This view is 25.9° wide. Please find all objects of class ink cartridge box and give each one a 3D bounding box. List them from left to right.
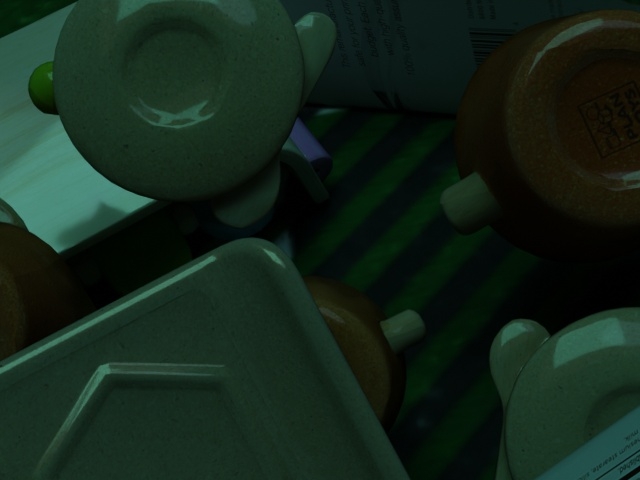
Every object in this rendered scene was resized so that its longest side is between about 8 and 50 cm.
[{"bbox_3d":[0.053,-0.145,0.663,0.219,0.160,0.092,8,50,25],"label":"ink cartridge box"}]

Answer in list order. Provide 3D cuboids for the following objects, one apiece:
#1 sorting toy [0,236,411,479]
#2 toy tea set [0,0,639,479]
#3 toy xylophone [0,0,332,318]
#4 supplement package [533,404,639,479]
[{"bbox_3d":[-0.062,0.127,0.428,0.208,0.193,0.038,-28,0,-9],"label":"sorting toy"},{"bbox_3d":[0.000,0.000,0.521,0.336,0.124,0.200,8,89,2],"label":"toy tea set"},{"bbox_3d":[-0.139,0.015,0.604,0.323,0.081,0.236,-22,61,-11],"label":"toy xylophone"},{"bbox_3d":[0.158,0.137,0.273,0.149,0.194,0.203,-45,27,35],"label":"supplement package"}]
